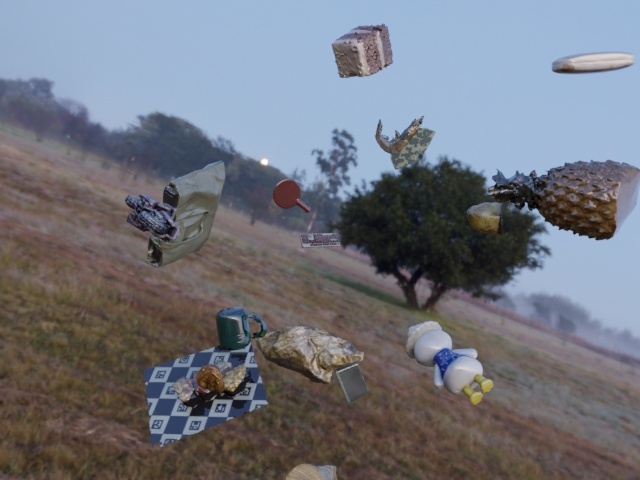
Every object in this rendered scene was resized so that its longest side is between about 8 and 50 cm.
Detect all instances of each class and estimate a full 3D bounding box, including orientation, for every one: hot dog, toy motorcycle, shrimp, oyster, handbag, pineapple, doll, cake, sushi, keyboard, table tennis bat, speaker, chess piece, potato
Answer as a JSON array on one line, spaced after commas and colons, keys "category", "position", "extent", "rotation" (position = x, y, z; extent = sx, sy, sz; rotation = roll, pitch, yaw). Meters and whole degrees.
[{"category": "hot dog", "position": [-0.223, 0.286, 1.233], "extent": [0.058, 0.035, 0.083], "rotation": [16, -40, 9]}, {"category": "toy motorcycle", "position": [-0.366, -0.045, 1.343], "extent": [0.122, 0.082, 0.213], "rotation": [25, 4, -33]}, {"category": "shrimp", "position": [0.291, -0.429, 2.285], "extent": [0.148, 0.195, 0.035], "rotation": [45, 8, 21]}, {"category": "oyster", "position": [-0.049, 0.312, 1.646], "extent": [0.341, 0.110, 0.166], "rotation": [13, -37, 24]}, {"category": "handbag", "position": [-0.396, -0.070, 1.772], "extent": [0.109, 0.316, 0.253], "rotation": [30, 29, 13]}, {"category": "pineapple", "position": [0.610, -0.124, 1.544], "extent": [0.362, 0.202, 0.202], "rotation": [17, -6, 37]}, {"category": "doll", "position": [0.317, 0.304, 1.540], "extent": [0.119, 0.138, 0.293], "rotation": [50, -6, -39]}, {"category": "cake", "position": [0.127, -0.581, 1.852], "extent": [0.135, 0.147, 0.134], "rotation": [19, -49, 47]}, {"category": "sushi", "position": [-0.296, 0.348, 1.482], "extent": [0.264, 0.290, 0.050], "rotation": [-117, -169, -52]}, {"category": "keyboard", "position": [0.000, 0.000, 2.184], "extent": [0.166, 0.055, 0.017], "rotation": [-2, -18, -36]}, {"category": "table tennis bat", "position": [-0.090, -0.138, 1.971], "extent": [0.155, 0.098, 0.019], "rotation": [37, -3, -33]}, {"category": "speaker", "position": [-0.145, 0.162, 1.121], "extent": [0.094, 0.075, 0.060], "rotation": [-6, 9, 1]}, {"category": "chess piece", "position": [-0.004, 0.743, 1.803], "extent": [0.137, 0.137, 0.301], "rotation": [18, -14, 25]}, {"category": "potato", "position": [0.481, -0.059, 1.768], "extent": [0.103, 0.096, 0.066], "rotation": [0, 19, 18]}]

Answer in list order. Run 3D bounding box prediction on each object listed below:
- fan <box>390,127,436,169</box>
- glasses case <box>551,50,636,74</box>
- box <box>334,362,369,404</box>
[{"category": "fan", "position": [0.357, -0.368, 2.374], "extent": [0.131, 0.009, 0.240], "rotation": [43, -51, -7]}, {"category": "glasses case", "position": [0.552, -0.359, 1.218], "extent": [0.164, 0.041, 0.063], "rotation": [-6, 9, -3]}, {"category": "box", "position": [0.084, 0.387, 1.682], "extent": [0.069, 0.122, 0.084], "rotation": [-23, 7, -5]}]
